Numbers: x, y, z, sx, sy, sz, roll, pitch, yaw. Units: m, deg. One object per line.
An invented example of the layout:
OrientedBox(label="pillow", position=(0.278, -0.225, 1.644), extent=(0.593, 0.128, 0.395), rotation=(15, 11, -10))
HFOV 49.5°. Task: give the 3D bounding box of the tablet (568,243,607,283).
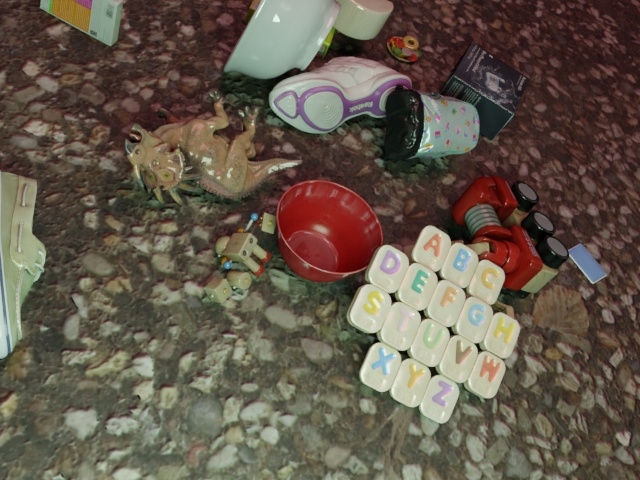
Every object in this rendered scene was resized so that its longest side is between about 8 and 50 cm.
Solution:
OrientedBox(label="tablet", position=(0.541, 0.047, 1.411), extent=(0.054, 0.006, 0.083), rotation=(-21, 67, -34))

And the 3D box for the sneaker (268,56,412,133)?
OrientedBox(label="sneaker", position=(0.025, -0.296, 1.375), extent=(0.305, 0.114, 0.152), rotation=(-12, 43, -29))

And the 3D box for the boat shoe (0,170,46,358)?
OrientedBox(label="boat shoe", position=(-0.421, 0.017, 0.937), extent=(0.094, 0.109, 0.302), rotation=(-1, 55, -27))

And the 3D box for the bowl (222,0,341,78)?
OrientedBox(label="bowl", position=(-0.054, -0.412, 1.290), extent=(0.134, 0.298, 0.297), rotation=(29, 50, -13))

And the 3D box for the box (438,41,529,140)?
OrientedBox(label="box", position=(0.359, -0.333, 1.539), extent=(0.158, 0.093, 0.156), rotation=(33, 50, -1))

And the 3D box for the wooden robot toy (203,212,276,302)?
OrientedBox(label="wooden robot toy", position=(-0.136, 0.025, 1.096), extent=(0.076, 0.079, 0.173), rotation=(51, 55, -41))

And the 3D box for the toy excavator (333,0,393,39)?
OrientedBox(label="toy excavator", position=(0.017, -0.686, 1.549), extent=(0.445, 0.222, 0.432), rotation=(33, 49, -1))

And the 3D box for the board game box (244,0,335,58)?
OrientedBox(label="board game box", position=(-0.060, -0.465, 1.475), extent=(0.182, 0.043, 0.092), rotation=(22, 51, -8))

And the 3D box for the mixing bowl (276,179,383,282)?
OrientedBox(label="mixing bowl", position=(0.000, 0.000, 1.141), extent=(0.182, 0.098, 0.181), rotation=(12, 54, -17))

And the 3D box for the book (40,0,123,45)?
OrientedBox(label="book", position=(-0.429, -0.426, 1.247), extent=(0.144, 0.096, 0.035), rotation=(31, 50, -2))

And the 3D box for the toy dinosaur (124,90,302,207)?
OrientedBox(label="toy dinosaur", position=(-0.184, -0.126, 1.139), extent=(0.296, 0.127, 0.200), rotation=(21, 58, -25))

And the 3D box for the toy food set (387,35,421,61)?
OrientedBox(label="toy food set", position=(0.191, -0.438, 1.584), extent=(0.083, 0.020, 0.082), rotation=(4, 56, -22))

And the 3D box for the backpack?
OrientedBox(label="backpack", position=(0.219, -0.220, 1.356), extent=(0.182, 0.151, 0.115), rotation=(-3, 14, -34))

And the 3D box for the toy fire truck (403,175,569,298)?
OrientedBox(label="toy fire truck", position=(0.277, -0.011, 1.244), extent=(0.247, 0.158, 0.217), rotation=(15, 42, -28))

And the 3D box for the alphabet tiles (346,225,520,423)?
OrientedBox(label="alphabet tiles", position=(0.184, 0.131, 1.099), extent=(0.284, 0.021, 0.277), rotation=(30, 73, -13))

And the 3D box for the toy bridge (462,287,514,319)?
OrientedBox(label="toy bridge", position=(0.260, 0.103, 1.232), extent=(0.188, 0.026, 0.063), rotation=(16, 51, -14))
